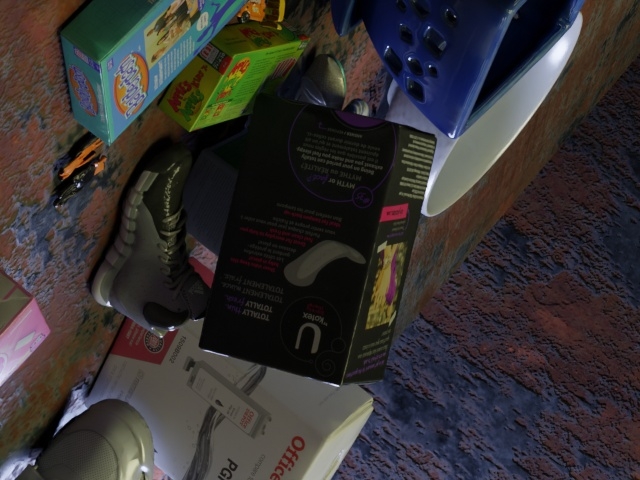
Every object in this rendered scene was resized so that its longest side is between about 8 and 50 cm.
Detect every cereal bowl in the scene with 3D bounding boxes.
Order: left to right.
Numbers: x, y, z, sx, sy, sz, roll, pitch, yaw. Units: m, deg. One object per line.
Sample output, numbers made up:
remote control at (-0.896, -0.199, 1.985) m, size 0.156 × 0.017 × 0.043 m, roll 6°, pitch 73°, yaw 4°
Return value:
cereal bowl at (0.190, -0.204, 2.624) m, size 0.339 × 0.141 × 0.339 m, roll -49°, pitch 167°, yaw -16°

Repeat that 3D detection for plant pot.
plant pot at (0.153, -0.290, 2.093) m, size 0.236 × 0.212 × 0.236 m, roll -45°, pitch 165°, yaw -30°

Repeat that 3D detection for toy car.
toy car at (-0.050, -0.218, 1.851) m, size 0.060 × 0.122 × 0.040 m, roll 8°, pitch 96°, yaw -35°

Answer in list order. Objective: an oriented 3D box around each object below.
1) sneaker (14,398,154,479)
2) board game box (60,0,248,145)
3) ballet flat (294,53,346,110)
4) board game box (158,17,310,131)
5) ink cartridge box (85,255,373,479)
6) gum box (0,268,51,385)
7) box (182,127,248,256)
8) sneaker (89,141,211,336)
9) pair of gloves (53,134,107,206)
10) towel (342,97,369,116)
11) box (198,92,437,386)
sneaker at (-0.336, 0.348, 2.288) m, size 0.366 × 0.137 × 0.210 m, roll -53°, pitch 171°, yaw 19°
board game box at (-0.133, -0.198, 1.712) m, size 0.210 × 0.047 × 0.160 m, roll -48°, pitch 167°, yaw -20°
ballet flat at (-0.006, -0.152, 2.275) m, size 0.052 × 0.057 × 0.168 m, roll -37°, pitch 162°, yaw -20°
board game box at (-0.084, -0.168, 1.979) m, size 0.092 × 0.043 × 0.181 m, roll -58°, pitch 167°, yaw 22°
ink cartridge box at (-0.108, 0.190, 2.327) m, size 0.117 × 0.283 × 0.207 m, roll -35°, pitch 159°, yaw -52°
gum box at (-0.338, 0.119, 1.825) m, size 0.188 × 0.062 × 0.107 m, roll -49°, pitch 167°, yaw -15°
box at (-0.092, -0.050, 2.170) m, size 0.101 × 0.087 × 0.102 m, roll -32°, pitch 157°, yaw -58°
sneaker at (-0.145, 0.011, 2.050) m, size 0.086 × 0.132 × 0.228 m, roll -39°, pitch 162°, yaw -46°
pair of gloves at (-0.221, -0.069, 1.843) m, size 0.074 × 0.010 × 0.083 m, roll -45°, pitch 169°, yaw -33°
towel at (-0.003, -0.066, 2.268) m, size 0.209 × 0.034 × 0.285 m, roll -61°, pitch 180°, yaw 7°
box at (0.000, 0.000, 2.042) m, size 0.143 × 0.165 × 0.270 m, roll 8°, pitch 96°, yaw -71°
